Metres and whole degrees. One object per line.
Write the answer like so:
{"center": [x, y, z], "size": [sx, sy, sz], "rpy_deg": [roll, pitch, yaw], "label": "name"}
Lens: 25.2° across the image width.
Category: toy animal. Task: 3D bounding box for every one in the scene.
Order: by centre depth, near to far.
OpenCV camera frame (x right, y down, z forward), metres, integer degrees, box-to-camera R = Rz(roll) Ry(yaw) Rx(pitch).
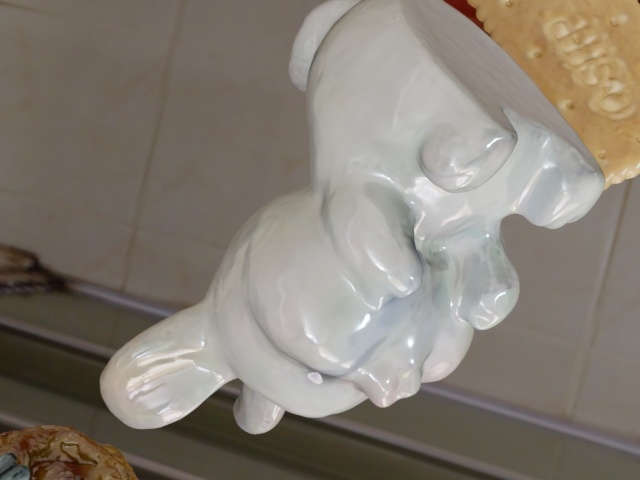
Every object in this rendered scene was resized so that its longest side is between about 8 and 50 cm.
{"center": [0.007, 0.003, 1.013], "size": [0.196, 0.241, 0.368], "rpy_deg": [15, 114, -46], "label": "toy animal"}

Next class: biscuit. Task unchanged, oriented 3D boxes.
{"center": [0.261, -0.174, 1.376], "size": [0.160, 0.250, 0.030], "rpy_deg": [-22, 161, -13], "label": "biscuit"}

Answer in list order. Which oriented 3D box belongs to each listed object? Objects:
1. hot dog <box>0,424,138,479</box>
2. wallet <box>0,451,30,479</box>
{"center": [-0.214, 0.244, 1.072], "size": [0.099, 0.160, 0.227], "rpy_deg": [130, -37, -60], "label": "hot dog"}
{"center": [-0.263, 0.230, 0.672], "size": [0.251, 0.054, 0.290], "rpy_deg": [-34, 159, -44], "label": "wallet"}
